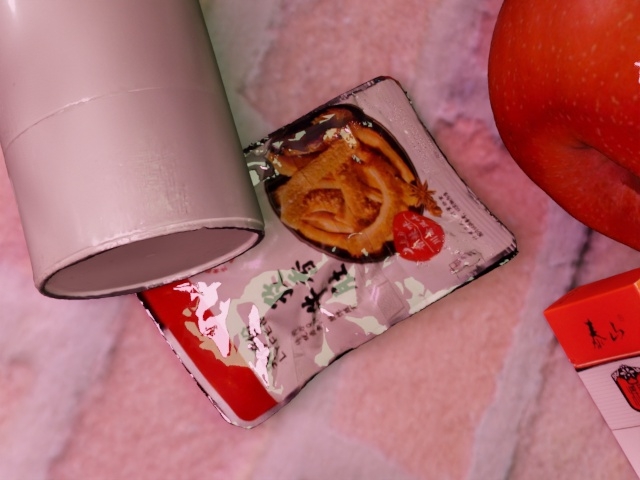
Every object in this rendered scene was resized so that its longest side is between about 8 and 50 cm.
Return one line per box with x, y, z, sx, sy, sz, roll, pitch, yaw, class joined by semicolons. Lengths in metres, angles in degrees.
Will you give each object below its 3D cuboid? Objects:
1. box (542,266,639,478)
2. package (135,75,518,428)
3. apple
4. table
0.228;0.095;0.771;0.048;0.100;0.152;-34;93;-32;box
0.000;0.000;0.720;0.239;0.030;0.154;-31;81;-25;package
0.238;-0.113;0.746;0.260;0.260;0.216;37;77;-13;apple
-0.118;-0.089;0.626;0.126;0.126;0.220;-11;78;-28;table
